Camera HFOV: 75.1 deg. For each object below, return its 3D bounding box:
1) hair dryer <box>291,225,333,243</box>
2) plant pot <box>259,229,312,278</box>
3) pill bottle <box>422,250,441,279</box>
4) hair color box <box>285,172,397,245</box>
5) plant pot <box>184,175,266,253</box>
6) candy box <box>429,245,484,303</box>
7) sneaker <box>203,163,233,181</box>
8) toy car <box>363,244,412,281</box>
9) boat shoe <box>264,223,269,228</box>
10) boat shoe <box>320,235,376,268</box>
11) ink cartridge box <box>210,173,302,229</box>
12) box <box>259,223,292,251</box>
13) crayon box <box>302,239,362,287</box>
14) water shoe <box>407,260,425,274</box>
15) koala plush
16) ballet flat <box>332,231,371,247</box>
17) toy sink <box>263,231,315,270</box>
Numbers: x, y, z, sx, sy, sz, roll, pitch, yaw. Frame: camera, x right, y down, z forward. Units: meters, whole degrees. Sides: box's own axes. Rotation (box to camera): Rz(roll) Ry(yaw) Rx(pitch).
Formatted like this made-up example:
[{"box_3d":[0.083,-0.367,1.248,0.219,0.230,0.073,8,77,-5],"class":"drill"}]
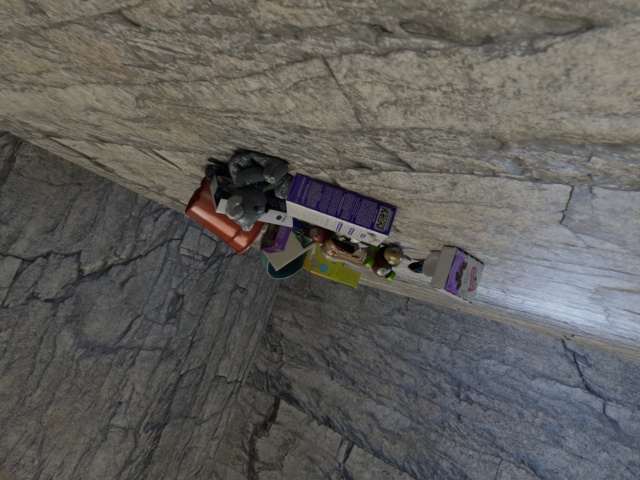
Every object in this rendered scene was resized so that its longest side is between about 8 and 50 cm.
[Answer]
[{"box_3d":[-0.044,-0.052,2.021,0.293,0.080,0.223,26,-173,-15],"class":"hair dryer"},{"box_3d":[-0.217,0.041,2.304,0.196,0.293,0.293,45,-173,35],"class":"plant pot"},{"box_3d":[0.530,0.131,1.697,0.208,0.119,0.119,23,170,-26],"class":"pill bottle"},{"box_3d":[0.062,-0.095,1.371,0.338,0.110,0.185,21,169,1],"class":"hair color box"},{"box_3d":[-0.371,-0.128,1.658,0.265,0.272,0.272,33,166,-24],"class":"plant pot"},{"box_3d":[0.519,0.130,1.570,0.196,0.165,0.070,25,171,-35],"class":"candy box"},{"box_3d":[-0.333,-0.230,1.534,0.211,0.080,0.081,29,-174,-36],"class":"sneaker"},{"box_3d":[0.312,0.081,1.831,0.155,0.149,0.188,33,156,-16],"class":"toy car"},{"box_3d":[-0.289,-0.093,2.210,0.075,0.065,0.206,22,170,-16],"class":"boat shoe"},{"box_3d":[0.165,0.049,1.954,0.324,0.123,0.116,7,142,-21],"class":"boat shoe"},{"box_3d":[-0.217,-0.135,1.487,0.332,0.065,0.165,12,-148,-32],"class":"ink cartridge box"},{"box_3d":[-0.186,-0.049,1.838,0.057,0.201,0.293,22,170,-16],"class":"box"},{"box_3d":[0.075,0.111,2.248,0.318,0.202,0.081,22,170,-8],"class":"crayon box"},{"box_3d":[0.486,0.117,1.922,0.203,0.073,0.080,10,140,46],"class":"water shoe"},{"box_3d":[-0.217,-0.143,1.293,0.203,0.221,0.196,18,171,8],"class":"koala plush"},{"box_3d":[0.134,-0.015,1.808,0.203,0.074,0.074,15,170,38],"class":"ballet flat"},{"box_3d":[-0.156,0.027,2.057,0.131,0.234,0.153,57,177,-4],"class":"toy sink"}]
